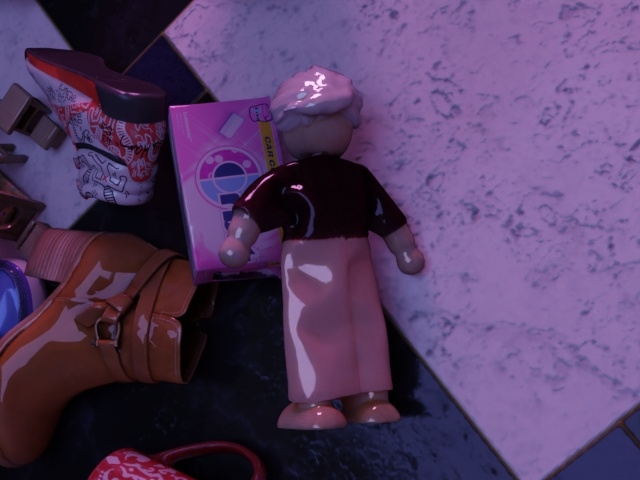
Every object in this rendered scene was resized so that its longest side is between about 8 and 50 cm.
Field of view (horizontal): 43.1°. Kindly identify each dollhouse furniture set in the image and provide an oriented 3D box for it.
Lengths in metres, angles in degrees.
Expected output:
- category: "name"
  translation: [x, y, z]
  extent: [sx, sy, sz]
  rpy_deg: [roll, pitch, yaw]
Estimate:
- category: "dollhouse furniture set"
  translation: [-0.359, -0.080, 0.963]
  extent: [0.182, 0.101, 0.161]
  rpy_deg: [37, 96, 24]

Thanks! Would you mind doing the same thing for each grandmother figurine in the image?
- category: "grandmother figurine"
  translation: [0.000, 0.000, 0.768]
  extent: [0.104, 0.208, 0.342]
  rpy_deg: [-13, 77, 51]

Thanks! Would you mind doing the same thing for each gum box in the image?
- category: "gum box"
  translation: [-0.091, -0.047, 0.841]
  extent: [0.107, 0.062, 0.188]
  rpy_deg: [-8, 75, -14]

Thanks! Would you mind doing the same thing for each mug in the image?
- category: "mug"
  translation: [-0.140, 0.278, 0.827]
  extent: [0.169, 0.150, 0.113]
  rpy_deg: [19, 125, 28]

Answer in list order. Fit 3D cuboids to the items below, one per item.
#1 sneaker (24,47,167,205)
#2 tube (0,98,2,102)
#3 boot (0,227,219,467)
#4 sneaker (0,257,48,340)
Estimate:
- category: "sneaker"
  translation: [-0.273, -0.132, 0.940]
  extent: [0.270, 0.090, 0.145]
  rpy_deg: [29, 118, 41]
- category: "tube"
  translation: [-0.493, -0.183, 1.057]
  extent: [0.207, 0.080, 0.052]
  rpy_deg: [12, 116, 28]
- category: "boot"
  translation: [-0.234, 0.131, 0.887]
  extent: [0.220, 0.109, 0.283]
  rpy_deg: [12, 79, 20]
- category: "sneaker"
  translation: [-0.452, 0.160, 0.887]
  extent: [0.130, 0.236, 0.322]
  rpy_deg: [27, 92, 24]
